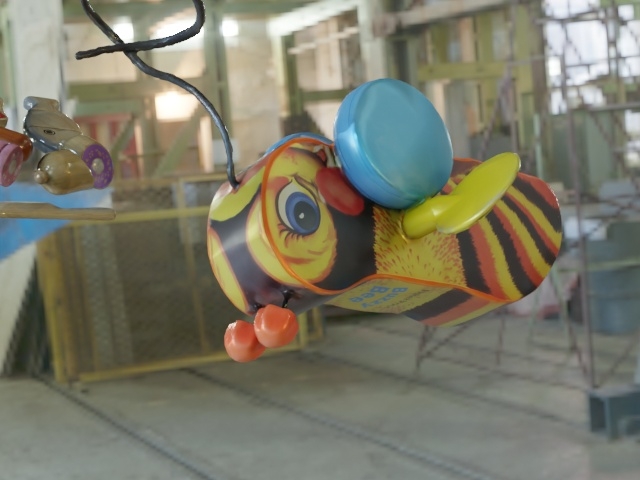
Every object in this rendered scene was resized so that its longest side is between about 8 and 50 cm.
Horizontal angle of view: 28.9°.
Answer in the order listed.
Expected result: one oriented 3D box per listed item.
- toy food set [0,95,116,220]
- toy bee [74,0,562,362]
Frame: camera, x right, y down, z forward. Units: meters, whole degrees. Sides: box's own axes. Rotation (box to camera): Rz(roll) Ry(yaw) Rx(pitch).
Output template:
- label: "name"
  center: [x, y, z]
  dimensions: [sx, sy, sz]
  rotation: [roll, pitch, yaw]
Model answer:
- label: "toy food set"
  center: [-0.137, -0.046, 0.567]
  dimensions: [0.078, 0.019, 0.122]
  rotation: [1, 28, -32]
- label: "toy bee"
  center: [0.000, 0.000, 0.667]
  dimensions: [0.298, 0.162, 0.195]
  rotation: [12, -28, -11]
